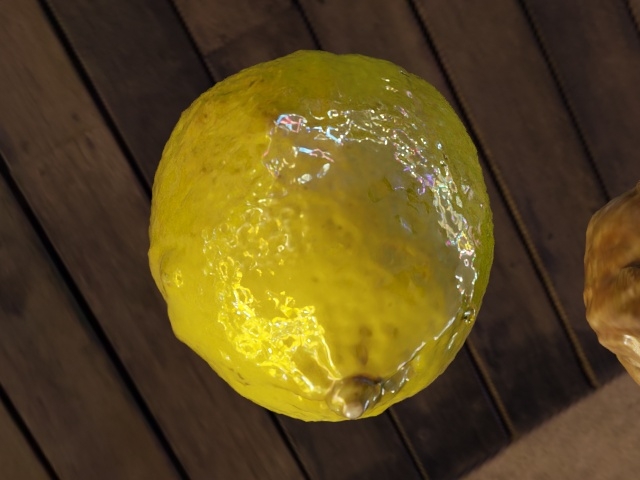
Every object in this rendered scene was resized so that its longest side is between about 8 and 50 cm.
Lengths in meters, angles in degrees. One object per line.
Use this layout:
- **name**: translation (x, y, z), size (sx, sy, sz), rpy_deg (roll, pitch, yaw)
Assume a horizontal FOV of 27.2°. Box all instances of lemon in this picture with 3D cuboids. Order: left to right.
- **lemon**: translation (0.000, 0.000, 1.019), size (0.268, 0.268, 0.322), rpy_deg (13, 57, -22)

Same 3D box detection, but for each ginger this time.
- **ginger**: translation (0.364, 0.052, 1.223), size (0.269, 0.200, 0.223), rpy_deg (39, 69, -26)
